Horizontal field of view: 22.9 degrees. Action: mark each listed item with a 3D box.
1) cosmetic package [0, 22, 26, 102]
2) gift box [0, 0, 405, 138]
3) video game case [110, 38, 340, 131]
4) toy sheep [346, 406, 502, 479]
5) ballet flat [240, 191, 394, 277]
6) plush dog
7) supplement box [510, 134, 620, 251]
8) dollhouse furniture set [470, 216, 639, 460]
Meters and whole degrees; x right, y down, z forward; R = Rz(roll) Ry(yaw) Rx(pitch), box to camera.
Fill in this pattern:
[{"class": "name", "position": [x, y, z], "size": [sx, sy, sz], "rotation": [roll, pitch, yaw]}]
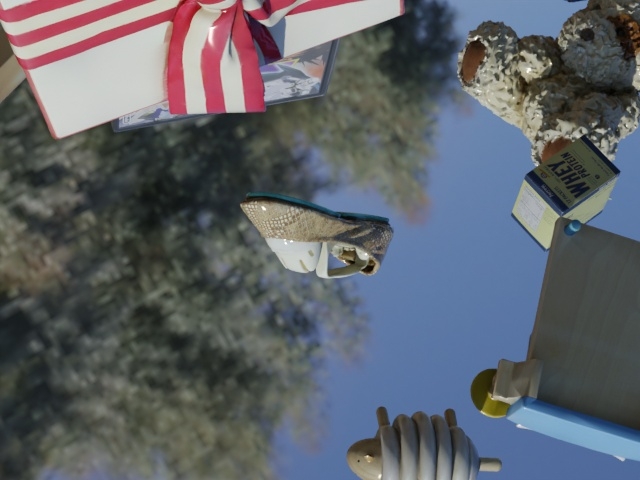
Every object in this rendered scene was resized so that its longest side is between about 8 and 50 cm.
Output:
[{"class": "cosmetic package", "position": [-0.319, -0.164, 1.496], "size": [0.060, 0.041, 0.115], "rotation": [29, -114, 22]}, {"class": "gift box", "position": [-0.075, -0.230, 0.855], "size": [0.276, 0.258, 0.255], "rotation": [-22, 155, -1]}, {"class": "video game case", "position": [-0.096, -0.215, 1.650], "size": [0.248, 0.035, 0.275], "rotation": [-12, 155, -14]}, {"class": "toy sheep", "position": [0.088, 0.184, 1.330], "size": [0.132, 0.091, 0.091], "rotation": [-1, -165, -4]}, {"class": "ballet flat", "position": [0.000, 0.000, 1.457], "size": [0.073, 0.067, 0.206], "rotation": [6, 177, 40]}, {"class": "plush dog", "position": [0.326, -0.195, 1.838], "size": [0.225, 0.210, 0.262], "rotation": [-52, -130, 20]}, {"class": "supplement box", "position": [0.247, -0.047, 1.597], "size": [0.083, 0.056, 0.083], "rotation": [-34, 159, -21]}, {"class": "dollhouse furniture set", "position": [0.293, 0.077, 1.463], "size": [0.198, 0.303, 0.286], "rotation": [125, -20, -67]}]
